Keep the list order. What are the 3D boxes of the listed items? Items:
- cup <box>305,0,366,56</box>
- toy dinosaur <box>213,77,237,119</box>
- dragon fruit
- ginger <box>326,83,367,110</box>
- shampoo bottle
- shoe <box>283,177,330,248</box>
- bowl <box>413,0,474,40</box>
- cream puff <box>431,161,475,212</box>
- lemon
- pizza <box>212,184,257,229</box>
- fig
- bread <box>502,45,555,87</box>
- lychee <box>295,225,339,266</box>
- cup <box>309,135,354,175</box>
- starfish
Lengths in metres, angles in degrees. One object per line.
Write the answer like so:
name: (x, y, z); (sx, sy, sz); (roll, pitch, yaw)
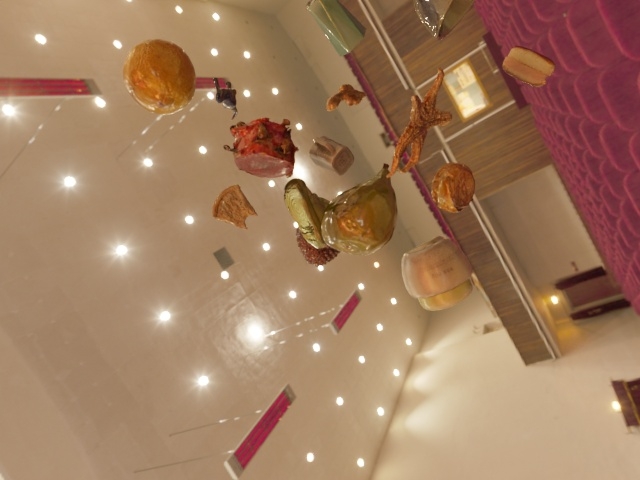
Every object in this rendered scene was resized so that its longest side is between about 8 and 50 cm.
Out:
cup: (0.057, -0.884, 1.668); (0.235, 0.148, 0.134); (40, -106, -28)
toy dinosaur: (-0.368, -0.530, 1.639); (0.248, 0.075, 0.188); (80, -179, -59)
dragon fruit: (-0.185, -0.308, 1.349); (0.282, 0.211, 0.147); (18, -110, -44)
ginger: (0.123, -0.693, 2.040); (0.133, 0.059, 0.214); (40, -113, 9)
shampoo bottle: (0.557, 0.153, 2.005); (0.317, 0.322, 0.322); (64, -149, -5)
shoe: (-0.037, -0.097, 1.441); (0.128, 0.140, 0.262); (-37, -71, -44)
bowl: (0.313, -0.649, 0.988); (0.146, 0.289, 0.289); (38, -149, 7)
cream puff: (0.482, -0.194, 1.527); (0.189, 0.129, 0.189); (-10, -73, -34)
lemon: (-0.624, -0.637, 1.623); (0.293, 0.293, 0.293); (36, -140, -38)
pizza: (-0.384, -0.137, 1.839); (0.262, 0.181, 0.034); (45, 171, 32)
fig: (0.133, -0.107, 1.293); (0.233, 0.233, 0.314); (9, -83, -54)
bread: (0.310, -0.266, 0.629); (0.062, 0.043, 0.109); (24, -149, -2)
lychee: (0.000, 0.000, 1.937); (0.271, 0.271, 0.271); (36, -140, -38)
cup: (0.031, -0.301, 1.427); (0.129, 0.095, 0.128); (34, 172, 42)
starfish: (0.282, -0.338, 1.191); (0.060, 0.299, 0.302); (39, 159, 28)
